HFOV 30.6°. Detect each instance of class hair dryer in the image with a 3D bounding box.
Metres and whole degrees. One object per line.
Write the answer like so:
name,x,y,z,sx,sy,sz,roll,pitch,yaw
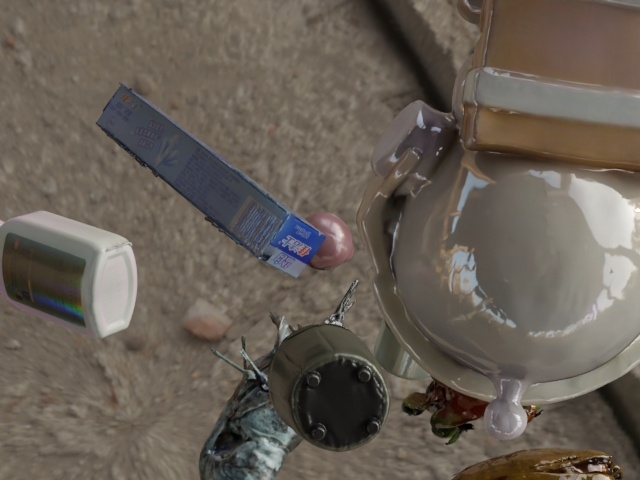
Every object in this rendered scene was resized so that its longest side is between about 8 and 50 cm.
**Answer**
hair dryer,0.239,0.081,1.843,0.357,0.173,0.107,-21,49,-41

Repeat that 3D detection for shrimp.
shrimp,-0.062,0.187,1.623,0.137,0.172,0.372,8,61,29

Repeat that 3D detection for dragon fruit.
dragon fruit,0.157,0.148,1.193,0.142,0.175,0.138,12,42,-43

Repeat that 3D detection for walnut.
walnut,0.211,0.284,1.195,0.245,0.137,0.137,-8,82,1

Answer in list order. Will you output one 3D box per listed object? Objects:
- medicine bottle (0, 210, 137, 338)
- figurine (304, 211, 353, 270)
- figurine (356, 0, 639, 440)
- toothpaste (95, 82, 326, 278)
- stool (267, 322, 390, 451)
medicine bottle,-0.310,0.030,1.343,0.219,0.078,0.115,16,114,32
figurine,0.000,0.000,1.343,0.071,0.083,0.067,12,85,32
figurine,0.099,-0.031,0.538,0.163,0.141,0.236,5,97,-7
toothpaste,-0.107,-0.060,1.071,0.272,0.066,0.053,37,95,38
stool,0.008,0.121,0.957,0.096,0.110,0.096,-1,97,-10
